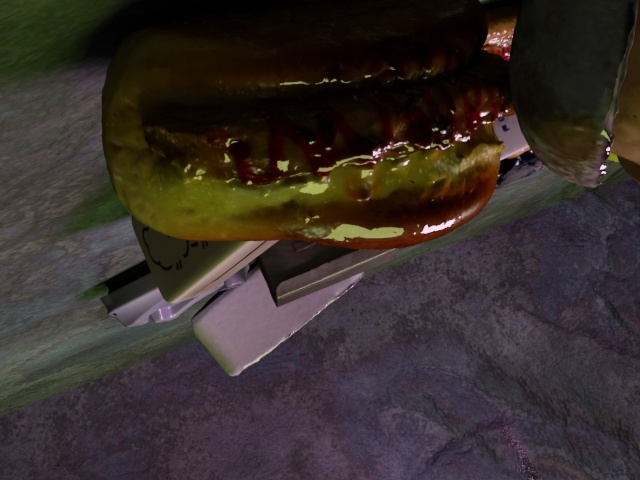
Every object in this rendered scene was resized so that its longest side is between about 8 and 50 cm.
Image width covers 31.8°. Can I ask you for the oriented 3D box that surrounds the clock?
[{"bbox_3d":[-0.247,0.076,1.982,0.186,0.083,0.253,-26,172,20],"label":"clock"}]

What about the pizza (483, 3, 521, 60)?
[{"bbox_3d":[0.169,-0.216,1.360,0.188,0.062,0.199,-16,171,-32],"label":"pizza"}]

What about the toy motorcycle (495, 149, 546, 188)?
[{"bbox_3d":[0.363,-0.176,2.009,0.159,0.106,0.270,-24,162,-21],"label":"toy motorcycle"}]

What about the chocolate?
[{"bbox_3d":[0.225,-0.202,0.950,0.100,0.303,0.185,11,169,18],"label":"chocolate"}]

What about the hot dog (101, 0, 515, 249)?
[{"bbox_3d":[0.027,-0.107,0.975,0.405,0.185,0.223,-18,-150,-35],"label":"hot dog"}]

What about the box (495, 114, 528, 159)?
[{"bbox_3d":[0.201,-0.156,1.463,0.265,0.097,0.168,-26,-168,-32],"label":"box"}]

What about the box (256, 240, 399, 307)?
[{"bbox_3d":[0.000,0.000,1.949,0.231,0.149,0.155,-23,172,-4],"label":"box"}]

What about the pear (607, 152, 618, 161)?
[{"bbox_3d":[0.424,-0.232,1.550,0.292,0.159,0.292,-23,-150,14],"label":"pear"}]

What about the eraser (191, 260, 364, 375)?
[{"bbox_3d":[-0.063,0.084,2.150,0.331,0.150,0.331,-36,-176,3],"label":"eraser"}]

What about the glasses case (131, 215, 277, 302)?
[{"bbox_3d":[-0.129,-0.036,1.394,0.076,0.144,0.336,-19,170,-34],"label":"glasses case"}]

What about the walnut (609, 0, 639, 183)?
[{"bbox_3d":[0.446,-0.217,1.217,0.381,0.381,0.381,-23,172,-4],"label":"walnut"}]

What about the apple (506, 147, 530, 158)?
[{"bbox_3d":[0.296,-0.184,1.758,0.126,0.102,0.126,-22,171,-4],"label":"apple"}]
